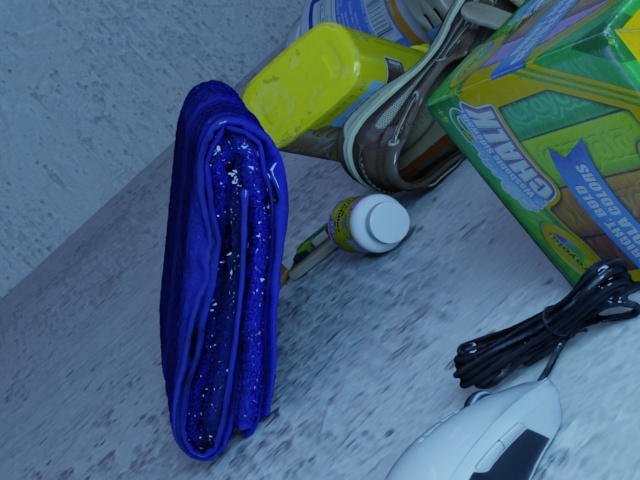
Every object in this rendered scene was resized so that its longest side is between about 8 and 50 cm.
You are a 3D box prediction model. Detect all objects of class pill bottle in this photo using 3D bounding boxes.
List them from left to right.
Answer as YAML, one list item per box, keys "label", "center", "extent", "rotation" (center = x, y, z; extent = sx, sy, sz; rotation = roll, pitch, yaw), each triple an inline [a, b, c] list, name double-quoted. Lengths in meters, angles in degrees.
- label: "pill bottle"
  center: [0.037, -0.012, 1.130]
  extent: [0.043, 0.043, 0.083]
  rotation: [-45, 12, -14]
- label: "pill bottle"
  center: [0.074, -0.214, 1.493]
  extent: [0.152, 0.152, 0.272]
  rotation: [-47, 12, -26]

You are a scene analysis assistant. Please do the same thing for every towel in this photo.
- label: "towel"
  center: [-0.068, 0.006, 1.109]
  extent: [0.308, 0.076, 0.227]
  rotation: [-124, 41, -76]

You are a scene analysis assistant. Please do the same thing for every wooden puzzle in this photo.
- label: "wooden puzzle"
  center: [0.000, 0.000, 1.286]
  extent: [0.116, 0.014, 0.078]
  rotation: [-40, 12, 8]

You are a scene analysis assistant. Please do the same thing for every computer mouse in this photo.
- label: "computer mouse"
  center: [0.069, 0.083, 0.668]
  extent: [0.106, 0.042, 0.193]
  rotation: [-30, 16, 43]

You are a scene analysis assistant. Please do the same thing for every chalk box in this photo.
- label: "chalk box"
  center: [0.151, -0.066, 0.726]
  extent: [0.132, 0.132, 0.213]
  rotation: [-46, 11, -21]

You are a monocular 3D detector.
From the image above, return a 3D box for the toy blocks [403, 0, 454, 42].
- label: "toy blocks"
  center: [0.175, -0.311, 1.303]
  extent: [0.381, 0.261, 0.191]
  rotation: [-38, 7, -23]

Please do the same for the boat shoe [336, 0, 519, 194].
- label: "boat shoe"
  center: [0.130, -0.130, 1.188]
  extent: [0.257, 0.095, 0.095]
  rotation: [-49, 26, -6]

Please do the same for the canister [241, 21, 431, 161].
- label: "canister"
  center: [0.026, -0.118, 1.281]
  extent: [0.126, 0.073, 0.170]
  rotation: [-38, -22, 25]

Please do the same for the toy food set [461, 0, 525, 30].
- label: "toy food set"
  center: [0.197, -0.204, 1.161]
  extent: [0.192, 0.132, 0.038]
  rotation: [-54, -26, -26]
